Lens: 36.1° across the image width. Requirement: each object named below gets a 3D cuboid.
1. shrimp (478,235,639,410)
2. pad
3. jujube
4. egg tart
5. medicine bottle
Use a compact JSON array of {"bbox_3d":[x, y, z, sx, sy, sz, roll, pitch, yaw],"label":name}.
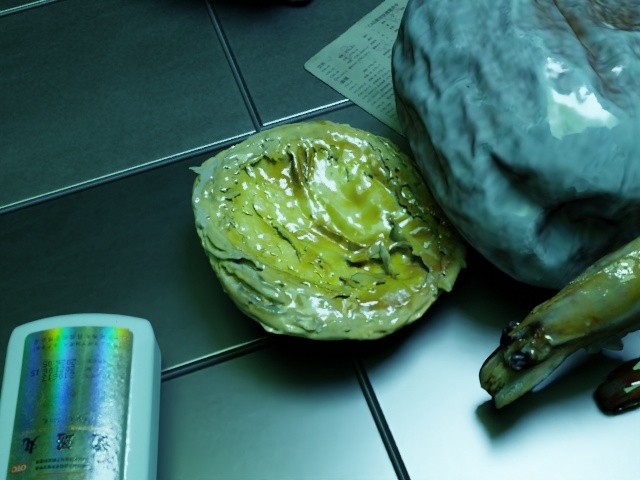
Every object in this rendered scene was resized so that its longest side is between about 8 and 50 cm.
[{"bbox_3d":[0.251,0.070,0.768,0.253,0.173,0.058,-36,36,12],"label":"shrimp"},{"bbox_3d":[0.127,-0.223,1.048,0.159,0.009,0.265,38,66,24],"label":"pad"},{"bbox_3d":[0.187,-0.111,0.843,0.247,0.215,0.308,4,47,-15],"label":"jujube"},{"bbox_3d":[0.000,0.000,0.860,0.252,0.098,0.232,27,56,16],"label":"egg tart"},{"bbox_3d":[-0.189,0.172,0.761,0.121,0.083,0.229,-3,57,-1],"label":"medicine bottle"}]
